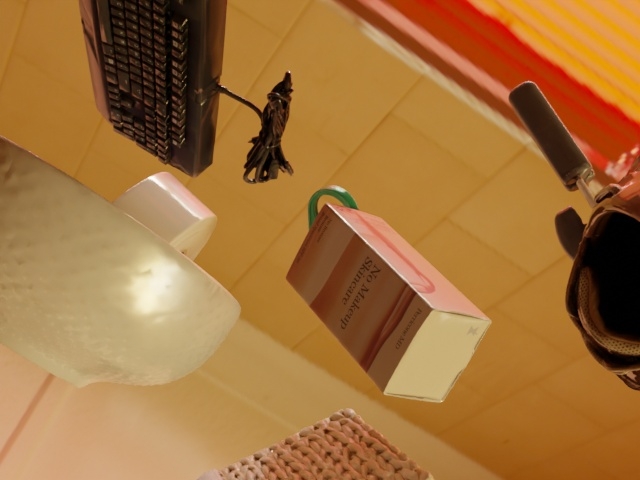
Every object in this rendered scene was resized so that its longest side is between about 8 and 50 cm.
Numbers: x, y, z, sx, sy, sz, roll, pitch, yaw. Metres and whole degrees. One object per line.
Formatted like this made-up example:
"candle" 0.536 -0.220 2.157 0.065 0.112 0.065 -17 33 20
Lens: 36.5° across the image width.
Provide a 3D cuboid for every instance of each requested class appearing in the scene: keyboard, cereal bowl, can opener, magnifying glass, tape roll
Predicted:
"keyboard" -0.106 -0.126 0.780 0.202 0.317 0.033 26 -111 2
"cereal bowl" -0.249 0.034 0.887 0.339 0.339 0.141 34 -104 -8
"can opener" 0.333 -0.088 1.365 0.283 0.095 0.076 62 -168 22
"magnifying glass" 0.000 0.000 1.614 0.092 0.231 0.026 40 -133 14
"tape roll" -0.282 0.036 1.418 0.100 0.286 0.286 43 -129 4

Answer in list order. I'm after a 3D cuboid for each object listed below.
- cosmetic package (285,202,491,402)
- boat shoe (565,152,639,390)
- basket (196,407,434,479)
"cosmetic package" 0.090 0.086 1.431 0.129 0.153 0.296 14 -159 -40
"boat shoe" 0.208 0.026 0.621 0.116 0.324 0.123 -34 -118 -10
"basket" 0.031 0.466 1.366 0.267 0.328 0.331 -24 -74 -15
